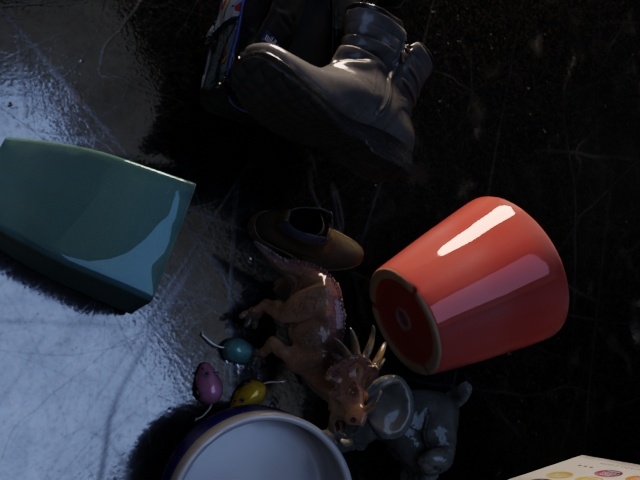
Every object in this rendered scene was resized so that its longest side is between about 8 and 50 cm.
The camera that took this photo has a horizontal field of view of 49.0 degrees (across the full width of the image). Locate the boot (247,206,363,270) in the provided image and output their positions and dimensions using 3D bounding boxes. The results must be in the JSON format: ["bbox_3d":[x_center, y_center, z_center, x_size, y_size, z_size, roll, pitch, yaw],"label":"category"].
[{"bbox_3d":[0.000,0.000,1.138,0.219,0.106,0.082,16,74,-29],"label":"boot"}]

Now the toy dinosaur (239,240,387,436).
[{"bbox_3d":[0.000,0.129,1.048,0.127,0.200,0.295,-11,87,-51],"label":"toy dinosaur"}]

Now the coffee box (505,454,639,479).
[{"bbox_3d":[0.508,0.598,1.222,0.335,0.338,0.338,-3,84,-32],"label":"coffee box"}]

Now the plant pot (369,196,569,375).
[{"bbox_3d":[0.235,0.091,1.199,0.243,0.275,0.274,-23,94,-23],"label":"plant pot"}]

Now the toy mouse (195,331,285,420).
[{"bbox_3d":[-0.138,0.198,1.064,0.161,0.031,0.143,-32,99,-32],"label":"toy mouse"}]

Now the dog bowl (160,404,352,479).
[{"bbox_3d":[-0.092,0.369,0.991,0.265,0.104,0.264,1,86,-20],"label":"dog bowl"}]

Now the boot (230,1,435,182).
[{"bbox_3d":[0.026,-0.238,0.973,0.338,0.118,0.222,28,68,-46],"label":"boot"}]

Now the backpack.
[{"bbox_3d":[-0.052,-0.293,1.093,0.277,0.213,0.263,16,86,-36],"label":"backpack"}]

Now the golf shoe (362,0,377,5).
[{"bbox_3d":[0.110,-0.550,1.318,0.120,0.105,0.272,29,61,-9],"label":"golf shoe"}]

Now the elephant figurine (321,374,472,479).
[{"bbox_3d":[0.096,0.285,1.136,0.239,0.169,0.186,32,37,-7],"label":"elephant figurine"}]

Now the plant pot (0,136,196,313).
[{"bbox_3d":[-0.315,-0.029,0.918,0.234,0.165,0.165,24,70,-18],"label":"plant pot"}]
